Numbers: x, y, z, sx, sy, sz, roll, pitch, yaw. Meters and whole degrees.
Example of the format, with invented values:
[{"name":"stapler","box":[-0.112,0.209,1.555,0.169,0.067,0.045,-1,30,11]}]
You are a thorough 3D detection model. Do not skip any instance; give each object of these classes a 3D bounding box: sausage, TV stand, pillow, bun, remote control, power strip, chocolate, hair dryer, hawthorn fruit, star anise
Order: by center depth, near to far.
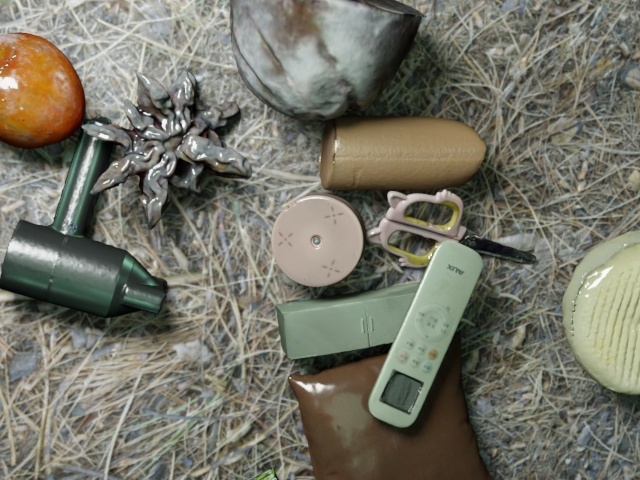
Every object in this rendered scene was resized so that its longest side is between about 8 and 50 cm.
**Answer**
[{"name":"hawthorn fruit","box":[-0.430,-0.216,1.230,0.173,0.173,0.172,-1,96,-11]},{"name":"chocolate","box":[-0.013,-0.292,1.264,0.303,0.303,0.212,15,110,-12]},{"name":"star anise","box":[-0.232,-0.150,1.276,0.283,0.129,0.212,-30,98,-22]},{"name":"hair dryer","box":[-0.333,-0.036,1.303,0.244,0.116,0.302,16,85,-14]},{"name":"remote control","box":[0.166,0.149,1.346,0.090,0.038,0.309,26,86,-11]},{"name":"power strip","box":[0.000,0.000,1.356,0.154,0.078,0.154,1,96,6]},{"name":"sausage","box":[0.130,-0.141,1.361,0.253,0.123,0.123,1,95,-11]},{"name":"TV stand","box":[0.068,0.130,1.394,0.270,0.088,0.082,-9,97,-9]},{"name":"pillow","box":[0.124,0.329,1.412,0.306,0.108,0.307,-15,97,-10]},{"name":"bun","box":[0.552,0.126,1.456,0.288,0.146,0.287,0,96,4]}]

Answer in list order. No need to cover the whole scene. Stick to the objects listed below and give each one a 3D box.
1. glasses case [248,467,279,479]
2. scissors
[{"name":"glasses case","box":[-0.058,0.529,1.421,0.095,0.062,0.272,-28,100,-7]},{"name":"scissors","box":[0.234,-0.003,1.425,0.318,0.024,0.160,16,120,-22]}]
